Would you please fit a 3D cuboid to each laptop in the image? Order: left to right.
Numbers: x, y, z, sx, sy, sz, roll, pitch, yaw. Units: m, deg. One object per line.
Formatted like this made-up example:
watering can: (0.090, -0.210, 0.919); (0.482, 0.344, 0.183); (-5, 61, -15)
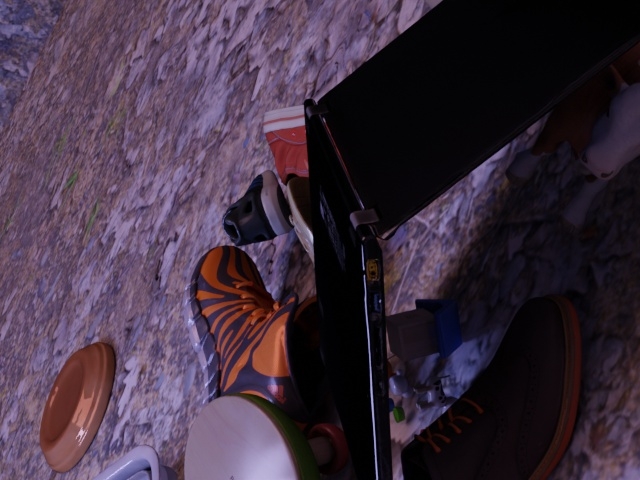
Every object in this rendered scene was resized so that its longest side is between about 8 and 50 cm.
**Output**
laptop: (0.123, -0.024, 1.339); (0.382, 0.236, 0.408); (-108, 13, -69)

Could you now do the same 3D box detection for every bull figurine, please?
bull figurine: (0.228, -0.127, 1.342); (0.188, 0.101, 0.310); (-53, 20, 41)

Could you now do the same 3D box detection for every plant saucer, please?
plant saucer: (-0.360, 0.239, 2.375); (0.200, 0.037, 0.200); (-48, 29, 37)

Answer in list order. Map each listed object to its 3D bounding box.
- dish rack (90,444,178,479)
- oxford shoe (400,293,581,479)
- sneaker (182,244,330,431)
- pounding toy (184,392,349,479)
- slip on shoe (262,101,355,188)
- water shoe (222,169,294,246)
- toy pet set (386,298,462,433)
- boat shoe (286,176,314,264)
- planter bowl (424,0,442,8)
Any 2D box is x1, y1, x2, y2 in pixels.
dish rack: (-0.262, 0.421, 1.874); (0.333, 0.072, 0.285); (-38, 40, 32)
oxford shoe: (0.127, 0.162, 1.299); (0.097, 0.098, 0.271); (10, 78, 67)
sneaker: (-0.047, 0.093, 1.751); (0.180, 0.124, 0.321); (-45, 37, 28)
pounding toy: (-0.032, 0.259, 1.592); (0.183, 0.110, 0.237); (-14, 85, 49)
slip on shoe: (0.043, -0.106, 1.749); (0.331, 0.123, 0.101); (-2, 98, 60)
water shoe: (-0.078, -0.036, 1.888); (0.203, 0.080, 0.073); (-130, 19, -86)
toy pet set: (0.099, 0.113, 1.490); (0.122, 0.065, 0.114); (-146, 45, -70)
boat shoe: (0.002, 0.000, 1.731); (0.153, 0.056, 0.048); (58, 138, 23)
planter bowl: (0.145, -0.310, 1.690); (0.162, 0.109, 0.162); (-47, 29, 37)
